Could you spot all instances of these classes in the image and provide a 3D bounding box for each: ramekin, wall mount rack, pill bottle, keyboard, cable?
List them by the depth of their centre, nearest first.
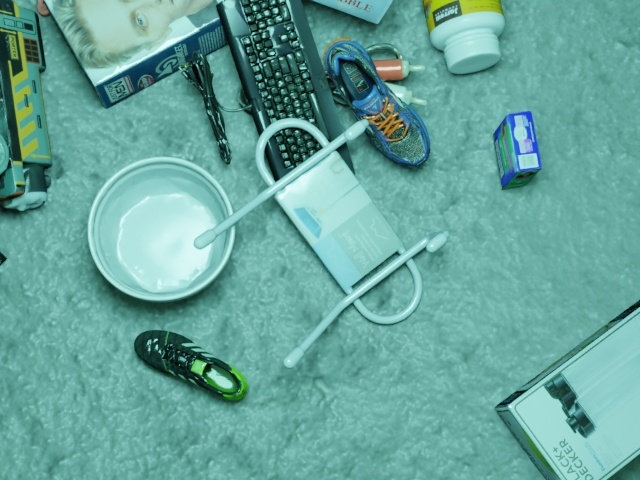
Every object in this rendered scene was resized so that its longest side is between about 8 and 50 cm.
[{"bbox_3d":[0.000,0.000,1.395,0.304,0.130,0.350,-37,95,-10],"label":"wall mount rack"},{"bbox_3d":[-0.224,-0.009,1.423,0.207,0.109,0.207,1,80,-3],"label":"ramekin"},{"bbox_3d":[-0.084,-0.204,1.452,0.201,0.033,0.317,-19,101,-3],"label":"keyboard"},{"bbox_3d":[0.020,-0.244,1.497,0.287,0.072,0.139,6,89,-3],"label":"cable"},{"bbox_3d":[0.215,-0.372,1.514,0.117,0.117,0.215,-10,80,-5],"label":"pill bottle"}]

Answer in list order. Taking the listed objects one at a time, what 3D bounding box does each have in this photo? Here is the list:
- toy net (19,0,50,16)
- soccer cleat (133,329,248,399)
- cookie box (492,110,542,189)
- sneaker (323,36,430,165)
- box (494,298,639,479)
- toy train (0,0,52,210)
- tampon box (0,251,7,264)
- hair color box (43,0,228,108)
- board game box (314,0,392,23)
[{"bbox_3d":[-0.419,-0.432,1.524,0.232,0.045,0.122,-42,84,-10],"label":"toy net"},{"bbox_3d":[-0.184,0.174,1.408,0.179,0.072,0.060,25,79,2],"label":"soccer cleat"},{"bbox_3d":[0.293,-0.134,1.478,0.040,0.107,0.092,-7,79,-3],"label":"cookie box"},{"bbox_3d":[0.077,-0.194,1.430,0.083,0.087,0.221,-40,97,15],"label":"sneaker"},{"bbox_3d":[0.421,0.226,1.427,0.290,0.087,0.169,-33,83,-9],"label":"box"},{"bbox_3d":[-0.476,-0.198,1.408,0.142,0.190,0.334,-15,83,33],"label":"toy train"},{"bbox_3d":[-0.550,-0.002,1.395,0.161,0.120,0.101,43,81,5],"label":"tampon box"},{"bbox_3d":[-0.222,-0.366,1.494,0.347,0.105,0.174,-31,82,-8],"label":"hair color box"},{"bbox_3d":[-0.032,-0.510,1.467,0.319,0.066,0.318,16,59,-16],"label":"board game box"}]
